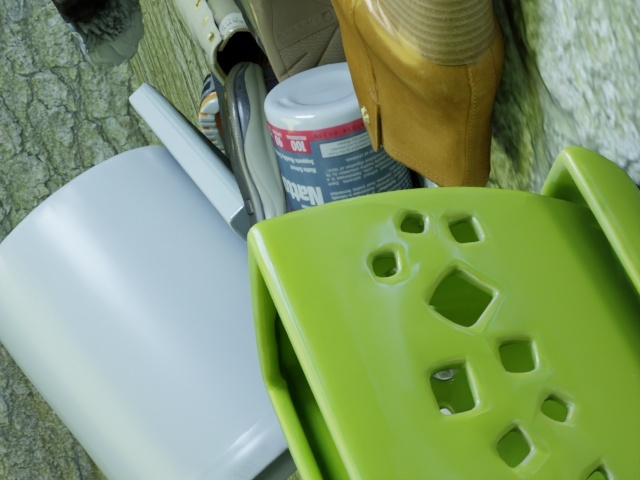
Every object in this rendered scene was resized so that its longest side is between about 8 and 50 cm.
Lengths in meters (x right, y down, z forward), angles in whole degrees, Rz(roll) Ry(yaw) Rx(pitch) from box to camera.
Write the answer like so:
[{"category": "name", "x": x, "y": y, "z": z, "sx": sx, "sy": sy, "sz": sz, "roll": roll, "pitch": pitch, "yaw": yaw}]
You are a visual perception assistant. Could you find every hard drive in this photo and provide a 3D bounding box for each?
[{"category": "hard drive", "x": -0.099, "y": -0.053, "z": 1.438, "sx": 0.203, "sy": 0.040, "sz": 0.307, "roll": 44, "pitch": -178, "yaw": -42}]

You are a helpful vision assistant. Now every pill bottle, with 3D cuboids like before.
[{"category": "pill bottle", "x": 0.024, "y": -0.048, "z": 1.039, "sx": 0.108, "sy": 0.108, "sz": 0.180, "roll": -129, "pitch": 21, "yaw": -60}]

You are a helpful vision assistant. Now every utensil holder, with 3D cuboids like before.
[{"category": "utensil holder", "x": -0.169, "y": 0.126, "z": 1.461, "sx": 0.385, "sy": 0.327, "sz": 0.327, "roll": 49, "pitch": 165, "yaw": 12}]

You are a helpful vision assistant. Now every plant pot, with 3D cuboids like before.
[{"category": "plant pot", "x": 0.096, "y": 0.096, "z": 0.664, "sx": 0.228, "sy": 0.207, "sz": 0.227, "roll": 94, "pitch": 153, "yaw": -64}]

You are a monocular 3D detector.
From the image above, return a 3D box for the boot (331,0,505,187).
[{"category": "boot", "x": 0.023, "y": -0.178, "z": 0.817, "sx": 0.295, "sy": 0.104, "sz": 0.211, "roll": 57, "pitch": 164, "yaw": 36}]

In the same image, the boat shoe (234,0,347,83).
[{"category": "boat shoe", "x": -0.046, "y": -0.251, "z": 1.046, "sx": 0.092, "sy": 0.103, "sz": 0.285, "roll": 39, "pitch": 154, "yaw": 61}]

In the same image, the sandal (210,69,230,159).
[{"category": "sandal", "x": -0.091, "y": -0.161, "z": 1.589, "sx": 0.097, "sy": 0.054, "sz": 0.254, "roll": 40, "pitch": 146, "yaw": 51}]

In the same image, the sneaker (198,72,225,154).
[{"category": "sneaker", "x": -0.127, "y": -0.148, "z": 1.728, "sx": 0.215, "sy": 0.084, "sz": 0.083, "roll": 89, "pitch": 173, "yaw": -53}]

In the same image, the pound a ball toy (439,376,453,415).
[{"category": "pound a ball toy", "x": 0.164, "y": 0.284, "z": 0.973, "sx": 0.208, "sy": 0.136, "sz": 0.319, "roll": -74, "pitch": -29, "yaw": -63}]

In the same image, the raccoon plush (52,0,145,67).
[{"category": "raccoon plush", "x": -0.146, "y": -0.373, "z": 0.939, "sx": 0.216, "sy": 0.299, "sz": 0.446, "roll": 57, "pitch": 175, "yaw": 26}]

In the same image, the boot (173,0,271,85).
[{"category": "boot", "x": -0.123, "y": -0.294, "z": 1.361, "sx": 0.262, "sy": 0.095, "sz": 0.203, "roll": 78, "pitch": 167, "yaw": -45}]

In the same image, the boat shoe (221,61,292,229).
[{"category": "boat shoe", "x": 0.000, "y": 0.000, "z": 1.164, "sx": 0.132, "sy": 0.130, "sz": 0.355, "roll": -150, "pitch": 48, "yaw": -80}]
